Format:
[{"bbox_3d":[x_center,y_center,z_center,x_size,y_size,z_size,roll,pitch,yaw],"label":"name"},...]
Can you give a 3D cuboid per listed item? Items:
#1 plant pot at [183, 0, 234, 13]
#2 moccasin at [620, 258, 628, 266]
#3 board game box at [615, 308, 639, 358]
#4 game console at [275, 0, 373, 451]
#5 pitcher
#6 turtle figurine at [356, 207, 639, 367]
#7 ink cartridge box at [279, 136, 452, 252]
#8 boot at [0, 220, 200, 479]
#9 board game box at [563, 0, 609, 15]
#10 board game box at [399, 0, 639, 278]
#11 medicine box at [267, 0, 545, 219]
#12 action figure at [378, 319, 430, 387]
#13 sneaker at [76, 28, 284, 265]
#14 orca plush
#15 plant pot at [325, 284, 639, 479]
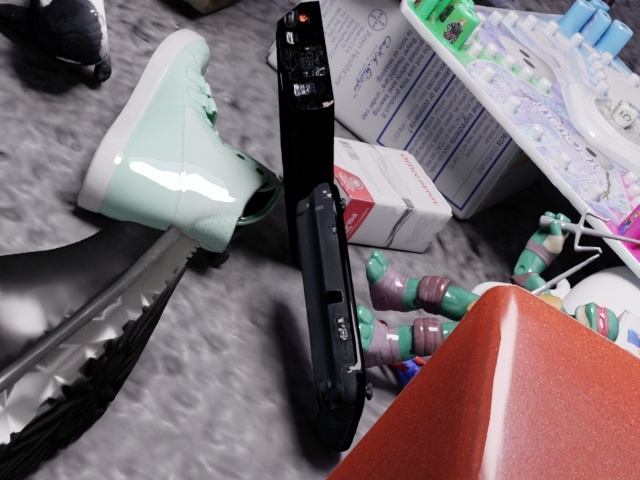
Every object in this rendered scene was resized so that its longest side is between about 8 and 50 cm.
[{"bbox_3d":[-0.142,-0.409,1.566,0.280,0.323,0.323,52,28,-1],"label":"plant pot"},{"bbox_3d":[0.491,0.010,1.713,0.342,0.117,0.138,-5,46,-51],"label":"moccasin"},{"bbox_3d":[0.263,0.211,1.114,0.193,0.053,0.305,34,46,1],"label":"board game box"},{"bbox_3d":[0.000,0.000,1.158,0.044,0.213,0.361,-5,55,-3],"label":"game console"},{"bbox_3d":[0.238,0.082,1.322,0.178,0.125,0.207,46,40,15],"label":"pitcher"},{"bbox_3d":[0.151,0.054,1.168,0.234,0.118,0.175,-3,19,12],"label":"turtle figurine"},{"bbox_3d":[0.044,-0.045,1.387,0.135,0.056,0.099,8,37,-40],"label":"ink cartridge box"},{"bbox_3d":[-0.243,0.017,0.897,0.260,0.131,0.348,36,28,6],"label":"boot"},{"bbox_3d":[0.394,-0.359,1.961,0.056,0.347,0.208,36,27,10],"label":"board game box"},{"bbox_3d":[0.312,-0.121,1.499,0.390,0.050,0.390,-6,52,-53],"label":"board game box"},{"bbox_3d":[0.137,-0.188,1.621,0.289,0.149,0.263,41,28,14],"label":"medicine box"},{"bbox_3d":[0.075,0.109,1.206,0.038,0.030,0.115,0,40,-39],"label":"action figure"},{"bbox_3d":[-0.100,-0.079,1.245,0.151,0.094,0.256,24,38,-5],"label":"sneaker"},{"bbox_3d":[-0.253,-0.235,1.335,0.102,0.151,0.287,-7,41,-7],"label":"orca plush"},{"bbox_3d":[0.127,0.239,0.826,0.267,0.267,0.236,30,40,-6],"label":"plant pot"}]
